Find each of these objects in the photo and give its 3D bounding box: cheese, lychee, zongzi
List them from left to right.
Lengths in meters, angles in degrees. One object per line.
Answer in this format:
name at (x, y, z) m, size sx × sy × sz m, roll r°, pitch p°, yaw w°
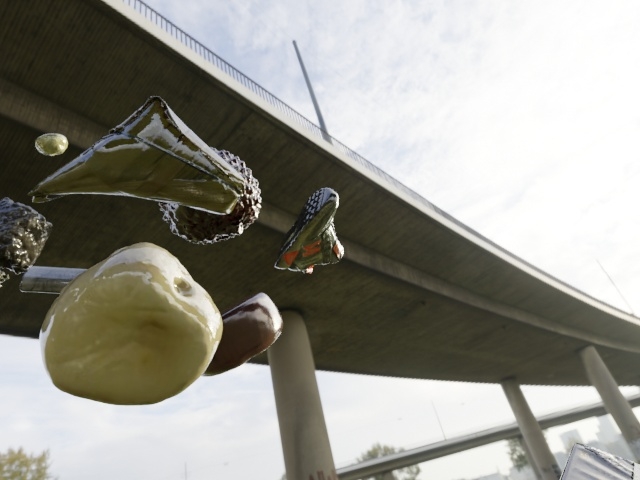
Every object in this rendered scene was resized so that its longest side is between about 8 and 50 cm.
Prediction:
cheese at (-0.255, 0.115, 0.576) m, size 0.235 × 0.117 × 0.217 m, roll -2°, pitch -79°, yaw -14°
zongzi at (-0.314, -0.089, 0.781) m, size 0.260 × 0.289 × 0.123 m, roll 44°, pitch -25°, yaw -11°
lychee at (-0.336, -0.136, 1.293) m, size 0.306 × 0.330 × 0.306 m, roll -28°, pitch -24°, yaw -13°

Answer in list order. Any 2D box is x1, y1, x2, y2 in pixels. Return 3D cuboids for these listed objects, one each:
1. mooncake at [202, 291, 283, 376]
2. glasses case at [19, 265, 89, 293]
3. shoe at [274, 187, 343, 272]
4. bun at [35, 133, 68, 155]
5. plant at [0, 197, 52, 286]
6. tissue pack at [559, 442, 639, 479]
mooncake at (-0.291, 0.309, 1.356) m, size 0.334 × 0.174 × 0.326 m, roll -29°, pitch 3°, yaw 11°
glasses case at (-0.822, 0.137, 1.416) m, size 0.300 × 0.114 × 0.060 m, roll 5°, pitch -58°, yaw -8°
shoe at (0.000, 0.000, 1.204) m, size 0.171 × 0.132 × 0.336 m, roll 24°, pitch -43°, yaw -14°
bun at (-0.794, -0.279, 1.247) m, size 0.086 × 0.054 × 0.086 m, roll -15°, pitch -4°, yaw -1°
plant at (-0.684, 0.017, 0.896) m, size 0.131 × 0.203 × 0.142 m, roll 15°, pitch -36°, yaw 2°
tissue pack at (0.603, 0.632, 0.887) m, size 0.198 × 0.209 × 0.370 m, roll -2°, pitch 9°, yaw 41°
